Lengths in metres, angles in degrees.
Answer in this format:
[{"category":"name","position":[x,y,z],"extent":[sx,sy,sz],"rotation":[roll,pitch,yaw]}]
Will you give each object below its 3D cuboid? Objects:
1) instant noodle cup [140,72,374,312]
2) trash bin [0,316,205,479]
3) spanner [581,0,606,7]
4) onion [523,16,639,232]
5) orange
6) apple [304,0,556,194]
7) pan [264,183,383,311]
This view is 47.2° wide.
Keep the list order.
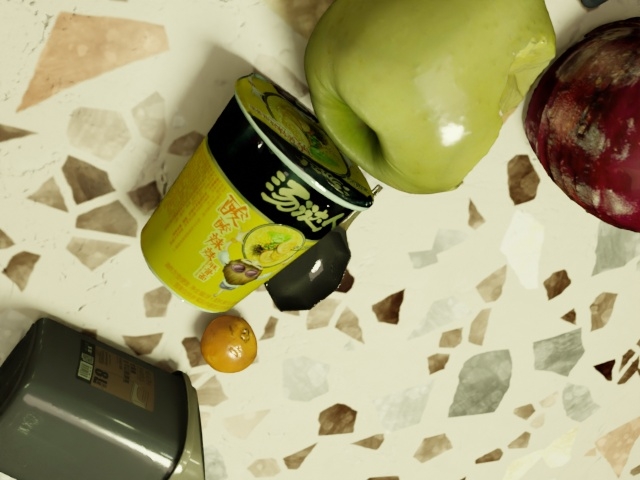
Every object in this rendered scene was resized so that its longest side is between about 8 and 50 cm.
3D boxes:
[{"category":"instant noodle cup","position":[-0.088,-0.044,0.868],"extent":[0.215,0.215,0.236],"rotation":[35,112,-30]},{"category":"trash bin","position":[-0.278,0.244,0.953],"extent":[0.290,0.209,0.182],"rotation":[34,105,-24]},{"category":"spanner","position":[0.480,-0.386,0.960],"extent":[0.316,0.024,0.087],"rotation":[-29,128,-1]},{"category":"onion","position":[0.462,-0.134,0.959],"extent":[0.337,0.260,0.281],"rotation":[-3,123,-17]},{"category":"orange","position":[-0.128,0.144,1.016],"extent":[0.084,0.083,0.083],"rotation":[-8,119,-14]},{"category":"apple","position":[0.116,-0.189,0.811],"extent":[0.279,0.279,0.279],"rotation":[-8,119,-14]},{"category":"pan","position":[0.005,0.010,1.003],"extent":[0.202,0.048,0.128],"rotation":[-35,137,-11]}]
